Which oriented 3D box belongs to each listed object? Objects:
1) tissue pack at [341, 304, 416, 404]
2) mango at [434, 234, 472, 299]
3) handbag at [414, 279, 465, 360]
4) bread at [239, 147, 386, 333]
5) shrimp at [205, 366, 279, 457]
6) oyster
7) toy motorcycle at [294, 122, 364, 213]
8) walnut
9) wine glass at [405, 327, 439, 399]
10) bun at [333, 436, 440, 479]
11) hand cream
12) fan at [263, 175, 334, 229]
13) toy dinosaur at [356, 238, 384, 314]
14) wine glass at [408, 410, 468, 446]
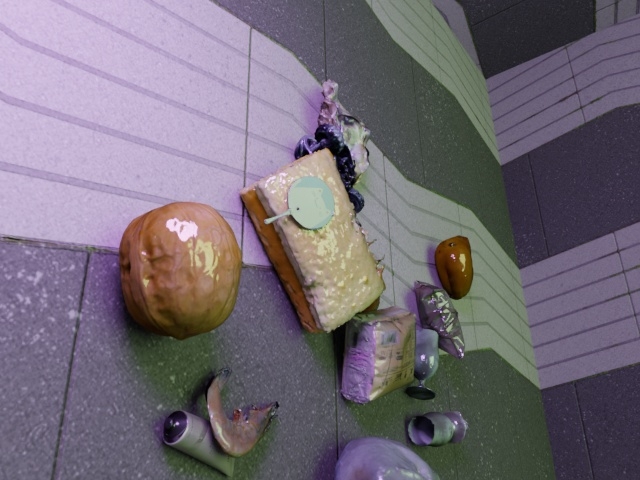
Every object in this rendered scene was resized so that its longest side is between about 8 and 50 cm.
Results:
[{"bbox_3d":[0.163,0.287,1.336,0.256,0.123,0.215,3,92,-53],"label":"tissue pack"},{"bbox_3d":[0.497,0.110,1.910,0.166,0.136,0.236,-65,142,-61],"label":"mango"},{"bbox_3d":[0.388,0.255,1.677,0.182,0.117,0.270,92,-25,-88],"label":"handbag"},{"bbox_3d":[0.000,0.000,1.177,0.236,0.165,0.375,-30,103,-32],"label":"bread"},{"bbox_3d":[-0.148,0.305,0.952,0.152,0.046,0.219,63,17,11],"label":"shrimp"},{"bbox_3d":[0.060,-0.307,1.492,0.238,0.114,0.351,11,71,-62],"label":"oyster"},{"bbox_3d":[0.020,-0.182,1.363,0.106,0.159,0.270,-54,137,-39],"label":"toy motorcycle"},{"bbox_3d":[-0.225,0.049,0.833,0.195,0.195,0.222,8,80,-54],"label":"walnut"},{"bbox_3d":[0.313,0.371,1.564,0.093,0.093,0.202,47,43,-33],"label":"wine glass"},{"bbox_3d":[0.172,0.593,1.103,0.362,0.211,0.362,54,14,-21],"label":"bun"},{"bbox_3d":[-0.199,0.339,0.880,0.186,0.054,0.087,48,36,-44],"label":"hand cream"},{"bbox_3d":[-0.042,-0.067,1.055,0.175,0.005,0.113,-25,97,-30],"label":"fan"},{"bbox_3d":[0.081,0.074,1.378,0.327,0.113,0.207,39,71,-25],"label":"toy dinosaur"},{"bbox_3d":[0.347,0.557,1.521,0.222,0.103,0.103,20,60,-51],"label":"wine glass"}]
